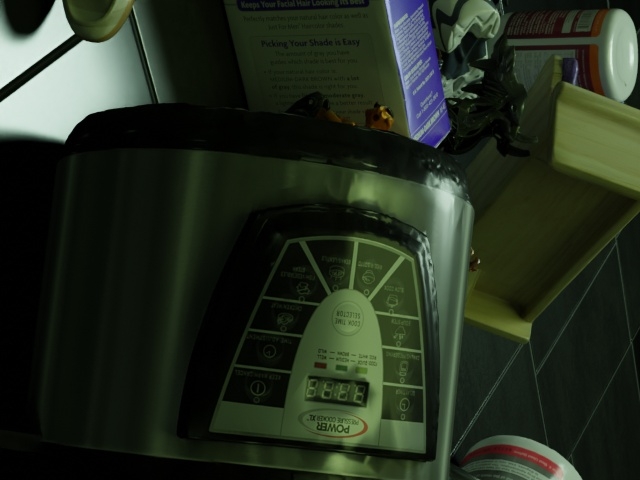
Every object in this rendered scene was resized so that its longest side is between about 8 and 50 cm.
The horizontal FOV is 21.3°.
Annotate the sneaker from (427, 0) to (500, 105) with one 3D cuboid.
[{"bbox_3d":[0.136,-0.259,2.058,0.235,0.094,0.153,95,-25,-61],"label":"sneaker"}]

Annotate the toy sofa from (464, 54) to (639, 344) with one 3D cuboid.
[{"bbox_3d":[0.268,-0.046,2.049,0.362,0.150,0.177,125,-20,-50],"label":"toy sofa"}]

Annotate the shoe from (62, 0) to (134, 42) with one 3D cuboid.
[{"bbox_3d":[-0.195,-0.279,1.453,0.058,0.076,0.219,10,84,-68],"label":"shoe"}]

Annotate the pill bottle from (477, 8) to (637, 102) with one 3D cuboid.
[{"bbox_3d":[0.289,-0.237,2.207,0.121,0.221,0.121,-7,98,-61],"label":"pill bottle"}]

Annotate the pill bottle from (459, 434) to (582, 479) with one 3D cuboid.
[{"bbox_3d":[0.212,0.414,2.163,0.318,0.176,0.176,-56,139,-44],"label":"pill bottle"}]

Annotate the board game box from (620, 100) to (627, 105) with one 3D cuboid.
[{"bbox_3d":[0.395,-0.198,2.580,0.194,0.060,0.194,60,42,-43],"label":"board game box"}]

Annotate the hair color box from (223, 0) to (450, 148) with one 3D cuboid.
[{"bbox_3d":[0.005,-0.243,1.719,0.110,0.185,0.339,-50,134,-49],"label":"hair color box"}]

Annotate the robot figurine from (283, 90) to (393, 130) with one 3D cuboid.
[{"bbox_3d":[0.000,0.000,1.672,0.291,0.211,0.085,-62,157,1],"label":"robot figurine"}]

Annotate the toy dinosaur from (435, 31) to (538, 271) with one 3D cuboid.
[{"bbox_3d":[0.114,-0.129,1.893,0.164,0.218,0.322,-119,-169,-75],"label":"toy dinosaur"}]

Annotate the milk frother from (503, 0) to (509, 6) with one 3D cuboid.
[{"bbox_3d":[0.303,-0.398,2.315,0.129,0.134,0.143,-44,130,-51],"label":"milk frother"}]

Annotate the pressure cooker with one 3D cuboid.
[{"bbox_3d":[-0.059,0.120,1.438,0.375,0.369,0.421,21,74,-64],"label":"pressure cooker"}]
